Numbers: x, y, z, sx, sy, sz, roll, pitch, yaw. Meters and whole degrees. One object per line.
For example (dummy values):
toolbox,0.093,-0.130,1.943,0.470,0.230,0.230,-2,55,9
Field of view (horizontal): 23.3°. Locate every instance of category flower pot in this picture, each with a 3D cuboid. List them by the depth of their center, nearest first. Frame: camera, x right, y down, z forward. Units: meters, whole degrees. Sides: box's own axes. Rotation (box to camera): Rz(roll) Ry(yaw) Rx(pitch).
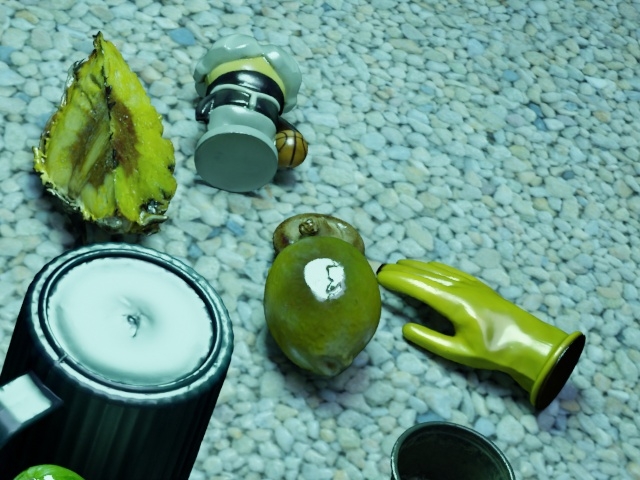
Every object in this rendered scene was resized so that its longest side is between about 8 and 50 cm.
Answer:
flower pot,0.146,0.308,1.862,0.157,0.107,0.157,10,44,-10

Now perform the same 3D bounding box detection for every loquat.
loquat,0.003,0.086,1.990,0.152,0.152,0.195,8,49,-16

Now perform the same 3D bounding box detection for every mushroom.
mushroom,-0.003,0.008,2.112,0.126,0.085,0.109,24,9,18

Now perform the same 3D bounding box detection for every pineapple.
pineapple,-0.283,-0.091,2.075,0.161,0.158,0.334,36,28,-51

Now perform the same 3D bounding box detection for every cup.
cup,-0.262,0.175,1.680,0.308,0.292,0.242,-1,48,-26

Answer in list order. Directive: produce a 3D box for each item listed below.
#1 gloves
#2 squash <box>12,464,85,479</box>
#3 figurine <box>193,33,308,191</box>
gloves,0.205,0.104,2.113,0.294,0.116,0.133,31,15,21
squash,-0.214,0.323,1.541,0.101,0.378,0.101,-9,58,14
figurine,-0.100,-0.190,2.231,0.176,0.133,0.236,19,45,-18
